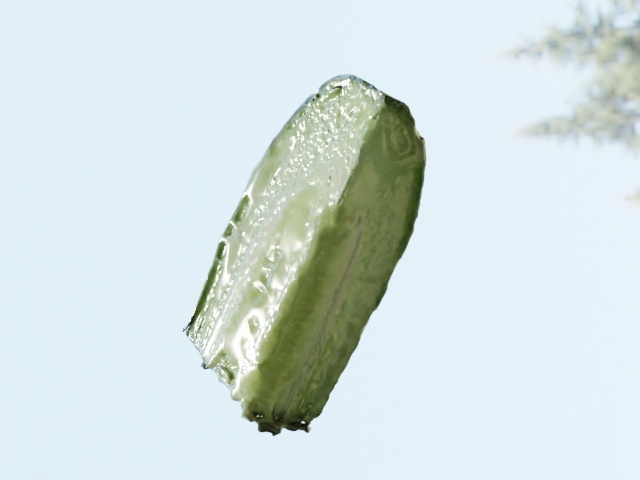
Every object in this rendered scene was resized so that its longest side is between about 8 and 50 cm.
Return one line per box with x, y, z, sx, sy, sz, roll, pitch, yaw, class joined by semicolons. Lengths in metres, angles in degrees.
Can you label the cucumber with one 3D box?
0.000;-0.001;1.593;0.105;0.145;0.325;1;-58;-40;cucumber
